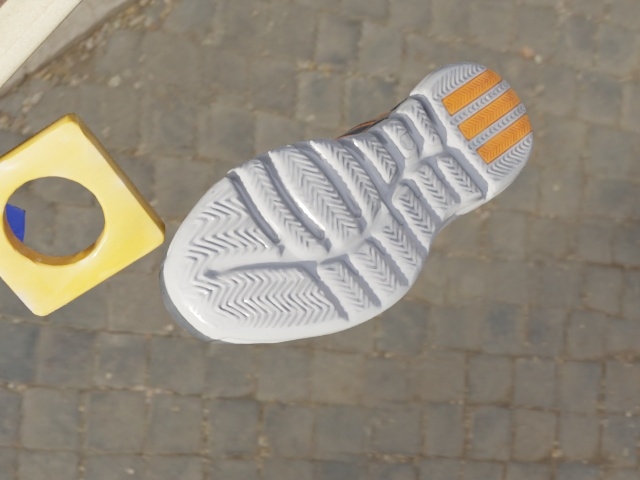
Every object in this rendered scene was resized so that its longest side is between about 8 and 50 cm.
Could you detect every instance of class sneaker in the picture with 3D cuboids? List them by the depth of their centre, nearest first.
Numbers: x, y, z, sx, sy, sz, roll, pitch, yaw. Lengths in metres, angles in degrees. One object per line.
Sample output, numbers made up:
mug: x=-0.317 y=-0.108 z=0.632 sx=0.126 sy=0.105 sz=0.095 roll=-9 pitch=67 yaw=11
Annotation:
sneaker: x=0.000 y=0.000 z=0.925 sx=0.321 sy=0.180 sz=0.124 roll=-29 pitch=86 yaw=-38

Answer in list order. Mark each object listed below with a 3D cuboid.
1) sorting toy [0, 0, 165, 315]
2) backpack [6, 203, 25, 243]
sorting toy: x=-0.179 y=-0.099 z=0.443 sx=0.196 sy=0.047 sz=0.348 roll=-43 pitch=114 yaw=15
backpack: x=-0.435 y=0.002 z=1.642 sx=0.098 sy=0.120 sz=0.101 roll=33 pitch=52 yaw=-46
